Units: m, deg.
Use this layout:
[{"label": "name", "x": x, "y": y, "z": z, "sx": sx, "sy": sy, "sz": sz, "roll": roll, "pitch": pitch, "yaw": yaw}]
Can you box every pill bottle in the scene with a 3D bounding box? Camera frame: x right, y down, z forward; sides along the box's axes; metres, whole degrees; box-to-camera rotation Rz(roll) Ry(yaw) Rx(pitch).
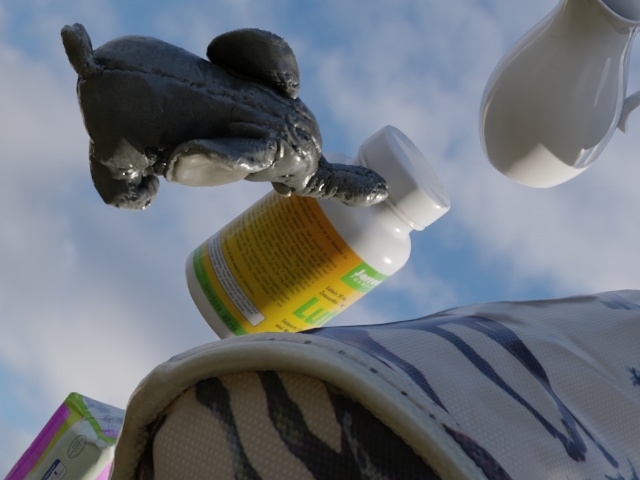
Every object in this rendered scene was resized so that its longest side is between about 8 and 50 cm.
[{"label": "pill bottle", "x": 0.000, "y": 0.000, "z": 1.425, "sx": 0.136, "sy": 0.246, "sz": 0.136, "roll": 46, "pitch": 19, "yaw": -21}]

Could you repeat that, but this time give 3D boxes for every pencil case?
[{"label": "pencil case", "x": 0.098, "y": 0.111, "z": 0.537, "sx": 0.160, "sy": 0.410, "sz": 0.183, "roll": -32, "pitch": -106, "yaw": 29}]

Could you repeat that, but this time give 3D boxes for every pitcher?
[{"label": "pitcher", "x": 0.250, "y": -0.144, "z": 1.342, "sx": 0.178, "sy": 0.125, "sz": 0.207, "roll": 19, "pitch": -54, "yaw": -8}]

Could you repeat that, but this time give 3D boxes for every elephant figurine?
[{"label": "elephant figurine", "x": -0.076, "y": -0.104, "z": 1.265, "sx": 0.239, "sy": 0.186, "sz": 0.169, "roll": 7, "pitch": -74, "yaw": 18}]

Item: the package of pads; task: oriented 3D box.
[{"label": "package of pads", "x": -0.220, "y": 0.303, "z": 1.623, "sx": 0.296, "sy": 0.229, "sz": 0.101, "roll": 30, "pitch": 11, "yaw": -48}]
